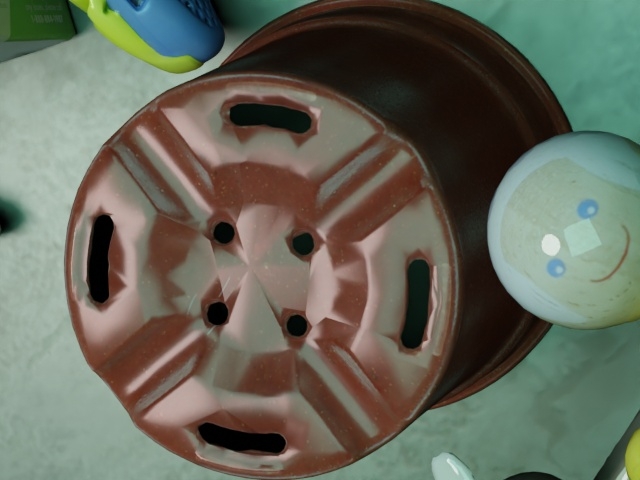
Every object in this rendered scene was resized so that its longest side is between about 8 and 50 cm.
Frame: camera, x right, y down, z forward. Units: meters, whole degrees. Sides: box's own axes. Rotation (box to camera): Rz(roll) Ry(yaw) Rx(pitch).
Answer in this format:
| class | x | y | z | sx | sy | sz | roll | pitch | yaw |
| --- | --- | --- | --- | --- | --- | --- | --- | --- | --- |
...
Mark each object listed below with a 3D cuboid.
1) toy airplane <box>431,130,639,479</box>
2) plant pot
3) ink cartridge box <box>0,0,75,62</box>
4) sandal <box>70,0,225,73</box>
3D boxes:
| class | x | y | z | sx | sy | sz | roll | pitch | yaw |
| --- | --- | --- | --- | --- | --- | --- | --- | --- | --- |
| toy airplane | 0.197 | 0.023 | 0.697 | 0.272 | 0.384 | 0.386 | 26 | 62 | -13 |
| plant pot | 0.000 | 0.000 | 0.847 | 0.272 | 0.265 | 0.272 | 3 | 100 | 15 |
| ink cartridge box | -0.284 | -0.273 | 0.905 | 0.119 | 0.207 | 0.353 | -15 | 94 | 15 |
| sandal | -0.122 | -0.254 | 0.905 | 0.138 | 0.126 | 0.317 | -23 | 87 | 10 |
